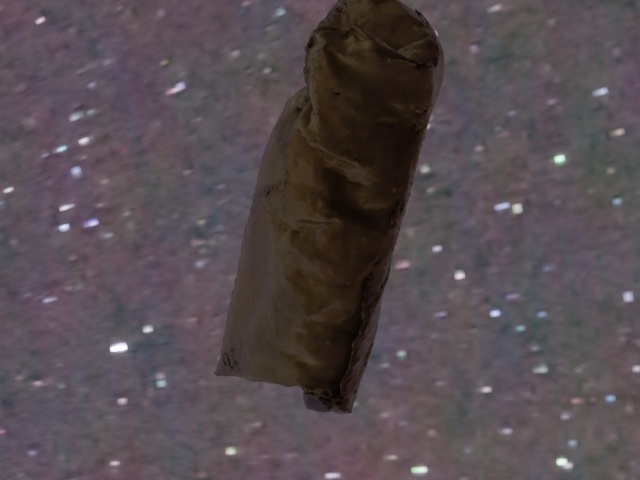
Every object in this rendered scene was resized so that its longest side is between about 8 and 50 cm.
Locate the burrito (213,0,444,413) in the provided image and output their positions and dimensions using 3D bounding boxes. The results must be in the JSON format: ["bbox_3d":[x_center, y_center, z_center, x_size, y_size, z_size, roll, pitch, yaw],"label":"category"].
[{"bbox_3d":[0.000,0.000,0.498,0.041,0.149,0.055,10,-141,-7],"label":"burrito"}]
